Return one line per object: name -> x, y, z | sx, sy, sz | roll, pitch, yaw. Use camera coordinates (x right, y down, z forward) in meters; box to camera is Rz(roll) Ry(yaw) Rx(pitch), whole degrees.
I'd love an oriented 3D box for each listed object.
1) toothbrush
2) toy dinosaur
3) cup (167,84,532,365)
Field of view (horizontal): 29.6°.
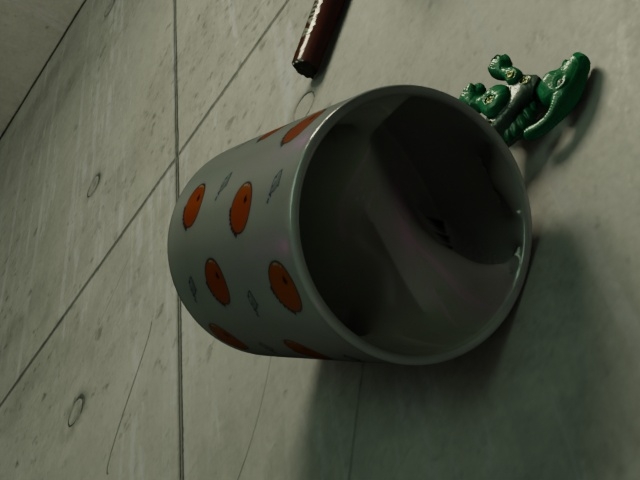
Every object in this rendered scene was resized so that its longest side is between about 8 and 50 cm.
toothbrush -> 0.036, -0.373, 1.551 | 0.041, 0.041, 0.364 | -12, 55, 60
toy dinosaur -> 0.166, -0.107, 1.012 | 0.132, 0.059, 0.096 | -54, 30, 1
cup -> 0.000, 0.000, 1.042 | 0.317, 0.212, 0.212 | -10, 57, 62
